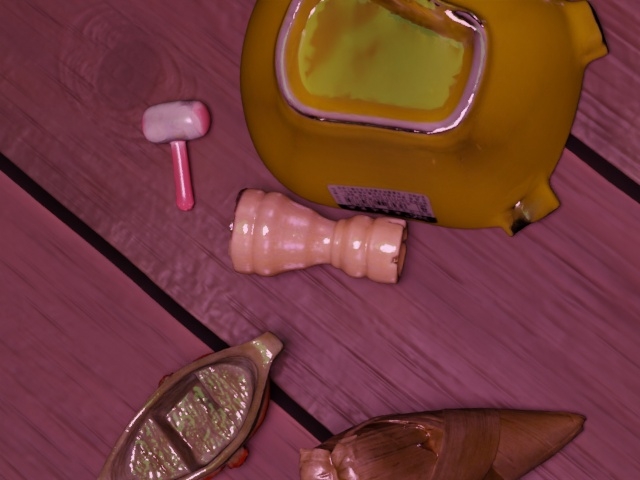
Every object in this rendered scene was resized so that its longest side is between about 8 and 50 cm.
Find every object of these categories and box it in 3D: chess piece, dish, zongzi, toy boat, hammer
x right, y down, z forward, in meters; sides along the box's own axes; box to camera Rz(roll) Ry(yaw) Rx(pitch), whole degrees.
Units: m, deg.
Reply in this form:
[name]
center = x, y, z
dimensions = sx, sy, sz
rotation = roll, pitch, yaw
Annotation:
[chess piece]
center = 0.000, 0.000, 0.994
dimensions = 0.122, 0.066, 0.066
rotation = 8, 90, 12
[dish]
center = 0.056, -0.120, 0.961
dimensions = 0.262, 0.108, 0.221
rotation = 20, 94, 15
[zongzi]
center = 0.084, 0.145, 0.919
dimensions = 0.176, 0.160, 0.078
rotation = -18, 79, 15
[toy boat]
center = -0.091, 0.133, 1.009
dimensions = 0.185, 0.071, 0.089
rotation = -44, 78, 9
[hammer]
center = -0.106, -0.064, 1.042
dimensions = 0.052, 0.031, 0.083
rotation = -6, 93, 18
